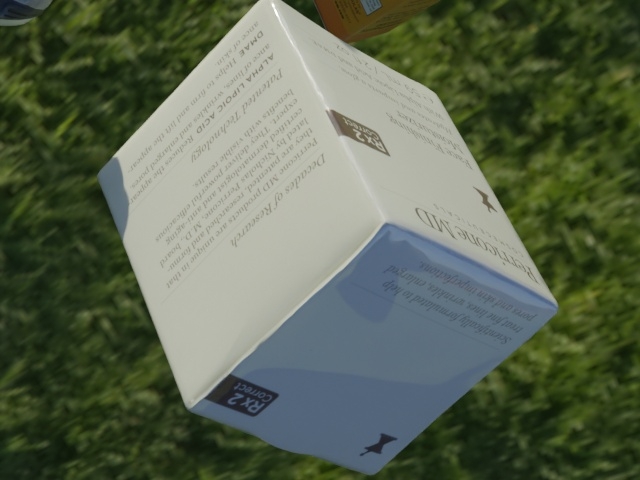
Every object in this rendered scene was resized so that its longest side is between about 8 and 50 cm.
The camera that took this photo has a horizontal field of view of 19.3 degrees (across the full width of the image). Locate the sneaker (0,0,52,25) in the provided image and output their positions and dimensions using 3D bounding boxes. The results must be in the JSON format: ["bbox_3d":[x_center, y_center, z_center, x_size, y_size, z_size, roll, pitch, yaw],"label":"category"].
[{"bbox_3d":[-0.262,-0.220,1.064,0.297,0.129,0.111,38,81,8],"label":"sneaker"}]

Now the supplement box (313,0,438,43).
[{"bbox_3d":[0.090,-0.250,1.642,0.078,0.233,0.080,-19,83,-40],"label":"supplement box"}]

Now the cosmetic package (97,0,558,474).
[{"bbox_3d":[0.000,0.000,1.021,0.151,0.151,0.184,24,29,-44],"label":"cosmetic package"}]
